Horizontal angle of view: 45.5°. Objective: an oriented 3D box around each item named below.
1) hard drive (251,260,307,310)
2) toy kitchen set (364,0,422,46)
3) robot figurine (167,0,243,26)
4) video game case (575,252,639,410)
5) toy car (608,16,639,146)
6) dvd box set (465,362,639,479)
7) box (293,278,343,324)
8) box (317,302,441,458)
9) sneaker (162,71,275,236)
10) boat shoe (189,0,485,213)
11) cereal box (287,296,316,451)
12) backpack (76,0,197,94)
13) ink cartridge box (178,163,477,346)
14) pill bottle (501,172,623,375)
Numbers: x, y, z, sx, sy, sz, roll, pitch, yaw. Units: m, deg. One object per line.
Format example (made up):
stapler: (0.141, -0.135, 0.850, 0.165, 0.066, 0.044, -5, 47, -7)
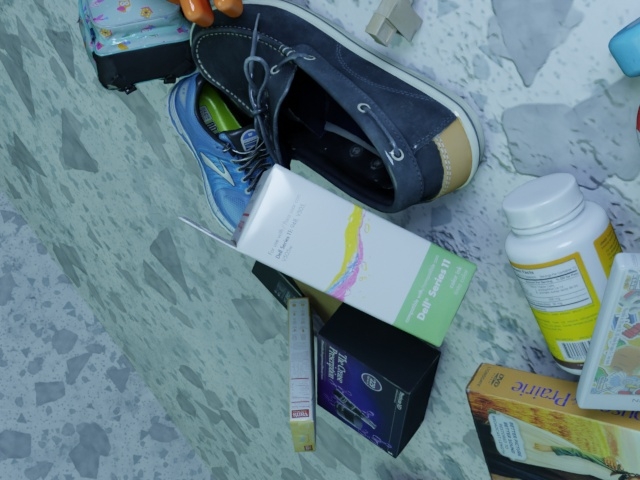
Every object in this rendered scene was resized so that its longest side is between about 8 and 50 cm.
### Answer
hard drive: (-0.077, 0.084, 1.493, 0.135, 0.022, 0.094, 46, 149, 10)
toy kitchen set: (0.072, -0.270, 0.881, 0.075, 0.083, 0.068, 32, -175, 32)
robot figurine: (-0.166, -0.393, 0.985, 0.158, 0.128, 0.219, -10, 97, 49)
video game case: (0.382, 0.101, 0.768, 0.206, 0.026, 0.227, 1, 133, 6)
toy car: (0.310, -0.074, 0.588, 0.219, 0.238, 0.210, 56, 150, -5)
dvd box set: (0.412, 0.324, 0.976, 0.420, 0.062, 0.308, 8, 130, 39)
box: (0.040, 0.120, 1.373, 0.201, 0.021, 0.164, 56, 150, -5)
box: (0.092, 0.241, 1.319, 0.184, 0.103, 0.261, 28, 147, 21)
sneaker: (-0.134, -0.128, 1.246, 0.330, 0.130, 0.147, 57, 152, -7)
boat shoe: (-0.024, -0.186, 1.012, 0.500, 0.156, 0.187, 34, 147, 31)
cereal box: (-0.033, 0.249, 1.410, 0.173, 0.047, 0.240, 87, 180, -58)
backpack: (-0.294, -0.342, 1.192, 0.144, 0.166, 0.188, 89, 157, -49)
ink cartridge box: (0.000, 0.000, 1.000, 0.353, 0.119, 0.207, 26, 178, -9)
pill bottle: (0.283, 0.037, 0.859, 0.117, 0.117, 0.215, -3, 119, 55)
